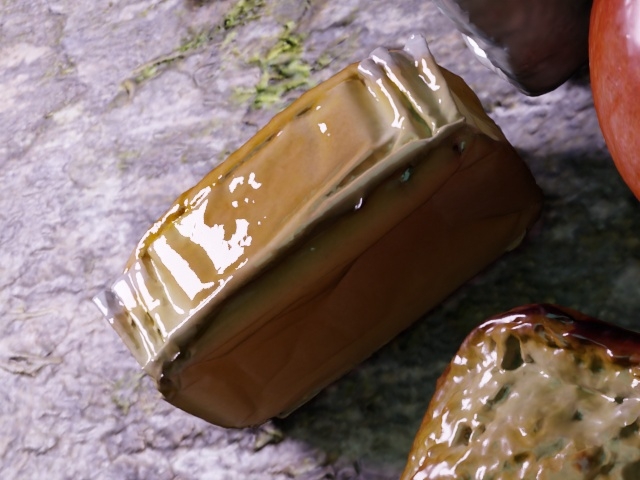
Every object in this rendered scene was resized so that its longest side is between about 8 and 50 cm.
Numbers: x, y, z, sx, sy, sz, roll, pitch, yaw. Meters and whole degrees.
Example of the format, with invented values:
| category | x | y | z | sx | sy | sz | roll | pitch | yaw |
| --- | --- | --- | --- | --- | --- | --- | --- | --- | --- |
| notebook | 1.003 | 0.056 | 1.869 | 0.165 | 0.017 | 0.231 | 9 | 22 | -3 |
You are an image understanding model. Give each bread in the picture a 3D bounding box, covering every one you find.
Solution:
| category | x | y | z | sx | sy | sz | roll | pitch | yaw |
| --- | --- | --- | --- | --- | --- | --- | --- | --- | --- |
| bread | 0.000 | 0.000 | 0.655 | 0.241 | 0.136 | 0.107 | -38 | 51 | 10 |

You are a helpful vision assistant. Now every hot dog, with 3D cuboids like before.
| category | x | y | z | sx | sy | sz | roll | pitch | yaw |
| --- | --- | --- | --- | --- | --- | --- | --- | --- | --- |
| hot dog | 0.093 | 0.166 | 0.526 | 0.175 | 0.114 | 0.259 | 20 | 79 | 33 |

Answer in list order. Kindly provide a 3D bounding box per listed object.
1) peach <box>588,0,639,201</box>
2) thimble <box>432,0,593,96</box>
| category | x | y | z | sx | sy | sz | roll | pitch | yaw |
| --- | --- | --- | --- | --- | --- | --- | --- | --- | --- |
| peach | 0.239 | -0.064 | 0.502 | 0.232 | 0.257 | 0.232 | 0 | 35 | 0 |
| thimble | 0.086 | -0.239 | 0.626 | 0.195 | 0.291 | 0.291 | -44 | 50 | 11 |
